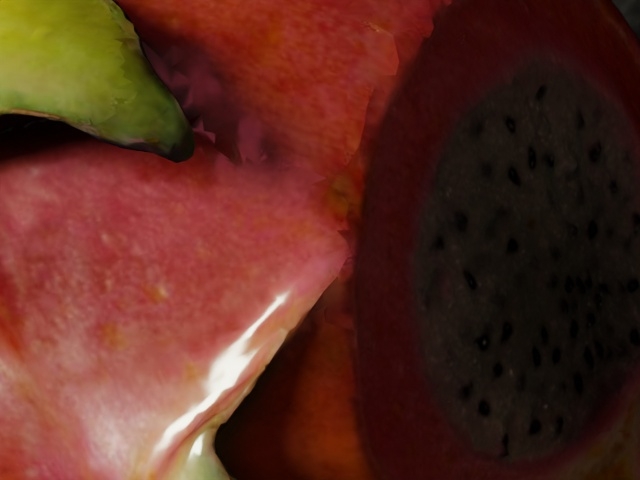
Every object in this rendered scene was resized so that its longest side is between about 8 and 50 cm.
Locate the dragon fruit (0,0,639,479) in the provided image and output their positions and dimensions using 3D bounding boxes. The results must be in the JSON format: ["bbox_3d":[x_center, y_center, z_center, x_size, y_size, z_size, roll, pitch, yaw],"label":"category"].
[{"bbox_3d":[0.000,0.000,0.562,0.189,0.290,0.291,-13,59,41],"label":"dragon fruit"}]
